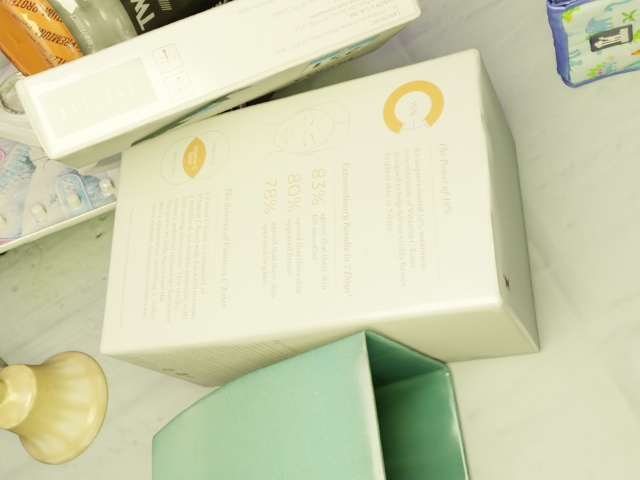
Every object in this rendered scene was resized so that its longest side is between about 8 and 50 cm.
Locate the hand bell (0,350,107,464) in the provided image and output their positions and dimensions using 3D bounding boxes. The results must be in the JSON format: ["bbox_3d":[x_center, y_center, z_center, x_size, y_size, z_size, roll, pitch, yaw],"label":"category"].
[{"bbox_3d":[-0.337,0.147,0.720,0.126,0.242,0.126,-9,67,22],"label":"hand bell"}]

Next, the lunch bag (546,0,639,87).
[{"bbox_3d":[0.267,-0.218,0.645,0.151,0.129,0.096,-40,58,5],"label":"lunch bag"}]

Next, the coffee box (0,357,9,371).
[{"bbox_3d":[-0.495,0.214,0.852,0.141,0.098,0.246,30,85,32],"label":"coffee box"}]

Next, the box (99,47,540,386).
[{"bbox_3d":[0.000,0.000,0.662,0.345,0.168,0.215,-10,66,23],"label":"box"}]

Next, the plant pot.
[{"bbox_3d":[-0.018,0.196,0.600,0.234,0.165,0.165,-19,63,25],"label":"plant pot"}]

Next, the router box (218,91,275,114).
[{"bbox_3d":[-0.092,-0.219,0.824,0.133,0.046,0.179,19,59,24],"label":"router box"}]

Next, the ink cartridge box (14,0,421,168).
[{"bbox_3d":[-0.090,-0.148,0.647,0.296,0.261,0.066,-23,98,-8],"label":"ink cartridge box"}]

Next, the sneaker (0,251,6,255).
[{"bbox_3d":[-0.508,-0.005,0.923,0.385,0.145,0.147,-47,54,-2],"label":"sneaker"}]

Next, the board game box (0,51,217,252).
[{"bbox_3d":[-0.345,-0.177,0.871,0.390,0.050,0.390,-23,59,-14],"label":"board game box"}]

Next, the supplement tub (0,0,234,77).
[{"bbox_3d":[-0.188,-0.293,0.749,0.193,0.193,0.316,30,66,31],"label":"supplement tub"}]
